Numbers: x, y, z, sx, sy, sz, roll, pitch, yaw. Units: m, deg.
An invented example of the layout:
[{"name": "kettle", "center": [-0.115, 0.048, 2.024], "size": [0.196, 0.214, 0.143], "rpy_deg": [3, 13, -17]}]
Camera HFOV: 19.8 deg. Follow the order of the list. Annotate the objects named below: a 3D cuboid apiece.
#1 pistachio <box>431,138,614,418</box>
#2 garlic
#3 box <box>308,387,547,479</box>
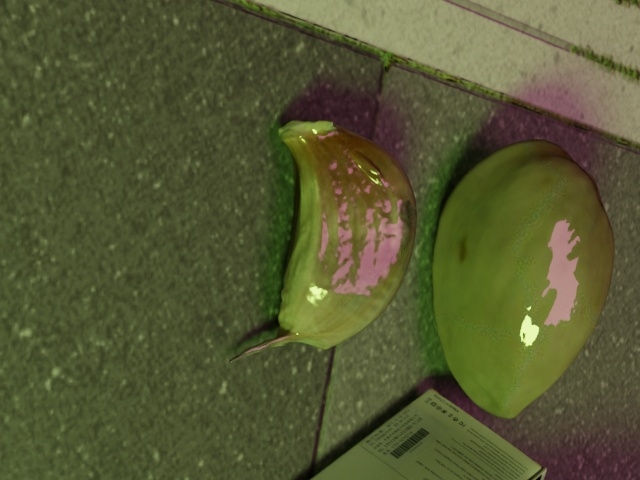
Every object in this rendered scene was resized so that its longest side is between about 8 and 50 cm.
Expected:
[{"name": "pistachio", "center": [0.171, 0.032, 1.566], "size": [0.138, 0.153, 0.238], "rpy_deg": [-53, 147, -83]}, {"name": "garlic", "center": [0.005, 0.011, 1.437], "size": [0.128, 0.090, 0.198], "rpy_deg": [16, 90, -31]}, {"name": "box", "center": [0.057, 0.218, 1.473], "size": [0.247, 0.129, 0.033], "rpy_deg": [-32, 145, -37]}]
